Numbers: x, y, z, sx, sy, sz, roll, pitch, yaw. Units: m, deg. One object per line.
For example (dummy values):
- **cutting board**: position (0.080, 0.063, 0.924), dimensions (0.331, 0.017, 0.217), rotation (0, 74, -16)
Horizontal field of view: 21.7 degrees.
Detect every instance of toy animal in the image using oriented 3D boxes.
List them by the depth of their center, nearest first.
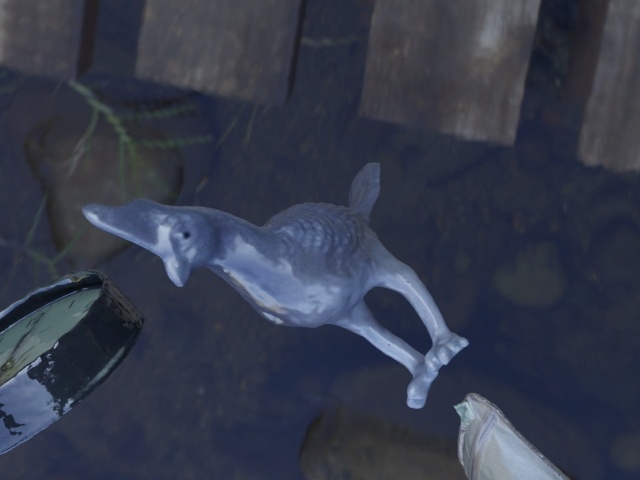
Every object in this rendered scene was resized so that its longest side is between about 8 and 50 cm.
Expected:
- **toy animal**: position (0.017, 0.024, 1.130), dimensions (0.206, 0.367, 0.081), rotation (42, 112, 19)

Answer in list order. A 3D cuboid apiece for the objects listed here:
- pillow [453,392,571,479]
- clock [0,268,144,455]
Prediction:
- **pillow**: position (0.197, 0.229, 1.446), dimensions (0.233, 0.038, 0.130), rotation (40, 148, 33)
- **clock**: position (-0.203, 0.085, 1.095), dimensions (0.184, 0.184, 0.040), rotation (-26, 108, 17)
